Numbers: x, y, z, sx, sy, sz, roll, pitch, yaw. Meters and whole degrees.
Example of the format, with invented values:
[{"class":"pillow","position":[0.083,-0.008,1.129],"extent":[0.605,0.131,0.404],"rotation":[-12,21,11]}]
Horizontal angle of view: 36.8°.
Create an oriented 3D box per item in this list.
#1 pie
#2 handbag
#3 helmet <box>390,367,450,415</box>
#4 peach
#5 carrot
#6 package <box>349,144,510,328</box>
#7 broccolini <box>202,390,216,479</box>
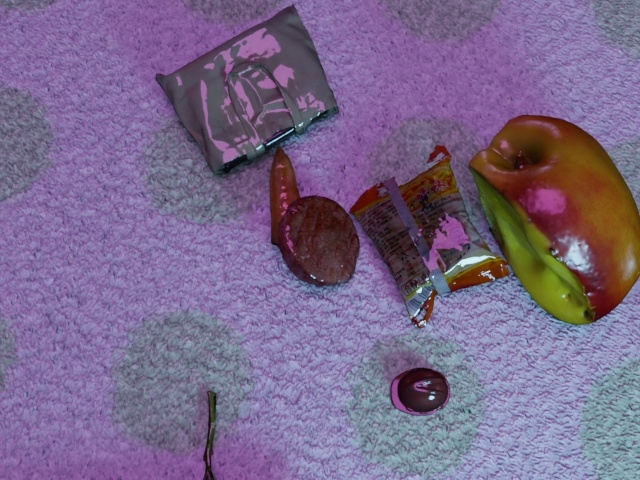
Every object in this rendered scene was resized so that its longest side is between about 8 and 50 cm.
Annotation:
[{"class":"pie","position":[0.000,0.000,1.800],"extent":[0.182,0.049,0.182],"rotation":[14,66,-34]},{"class":"handbag","position":[-0.134,-0.296,1.913],"extent":[0.316,0.109,0.253],"rotation":[-28,78,-8]},{"class":"helmet","position":[0.182,0.270,1.740],"extent":[0.111,0.057,0.089],"rotation":[-6,74,-1]},{"class":"peach","position":[0.444,-0.032,1.709],"extent":[0.242,0.380,0.306],"rotation":[-37,48,-9]},{"class":"carrot","position":[-0.068,-0.086,1.852],"extent":[0.072,0.072,0.205],"rotation":[-6,76,0]},{"class":"package","position":[0.201,-0.011,1.793],"extent":[0.223,0.108,0.288],"rotation":[-32,77,10]},{"class":"broccolini","position":[-0.202,0.381,1.733],"extent":[0.044,0.042,0.218],"rotation":[-5,66,1]}]
